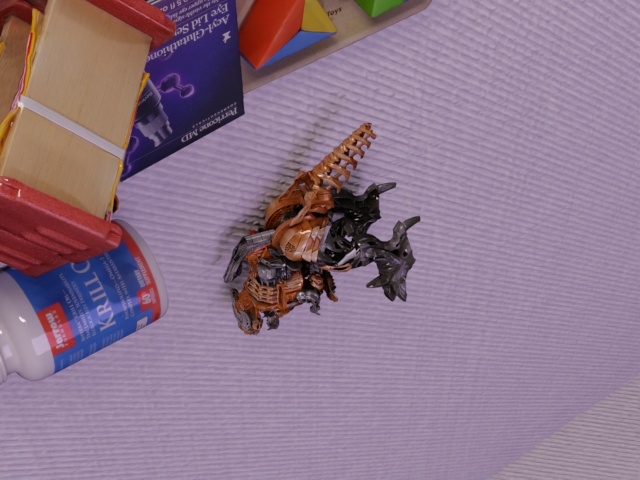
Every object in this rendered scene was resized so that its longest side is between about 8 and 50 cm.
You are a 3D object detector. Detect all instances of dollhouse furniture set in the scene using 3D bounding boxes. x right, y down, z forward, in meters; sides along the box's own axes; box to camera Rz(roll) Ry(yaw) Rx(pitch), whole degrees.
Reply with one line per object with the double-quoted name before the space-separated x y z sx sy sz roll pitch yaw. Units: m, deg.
"dollhouse furniture set" -0.305 -0.141 0.958 0.374 0.201 0.152 28 153 -33

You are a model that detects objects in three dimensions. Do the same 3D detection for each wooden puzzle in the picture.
"wooden puzzle" 0.024 -0.314 1.323 0.322 0.080 0.348 -28 147 -24

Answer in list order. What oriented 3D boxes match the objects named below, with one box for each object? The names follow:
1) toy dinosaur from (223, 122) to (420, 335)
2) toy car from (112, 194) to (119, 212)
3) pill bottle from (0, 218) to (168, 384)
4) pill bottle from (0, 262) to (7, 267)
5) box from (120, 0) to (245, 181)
"toy dinosaur" 0.000 0.000 1.654 0.218 0.164 0.322 2 152 -31
"toy car" -0.211 -0.079 1.377 0.122 0.060 0.040 -48 -177 22
"pill bottle" -0.285 0.075 1.413 0.221 0.124 0.124 -29 148 -25
"pill bottle" -0.333 -0.057 1.145 0.283 0.160 0.160 10 122 -54
"box" -0.165 -0.182 1.239 0.153 0.108 0.207 -32 149 -20
